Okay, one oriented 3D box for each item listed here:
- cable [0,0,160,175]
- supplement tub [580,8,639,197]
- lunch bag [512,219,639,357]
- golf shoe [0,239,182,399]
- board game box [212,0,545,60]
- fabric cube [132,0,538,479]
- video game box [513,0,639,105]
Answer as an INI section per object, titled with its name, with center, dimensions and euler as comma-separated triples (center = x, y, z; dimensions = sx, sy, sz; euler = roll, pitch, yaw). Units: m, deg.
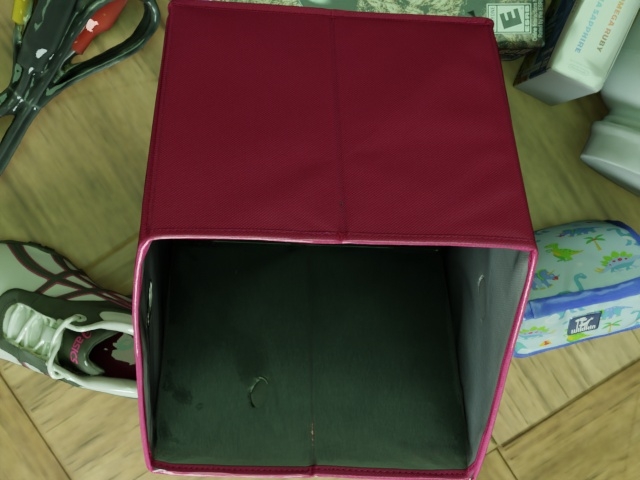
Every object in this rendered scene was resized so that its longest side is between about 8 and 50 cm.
[cable]
center = -0.240, -0.148, 1.153
dimensions = 0.139, 0.072, 0.287
euler = 24, 105, -19
[supplement tub]
center = 0.364, -0.164, 1.063
dimensions = 0.228, 0.228, 0.316
euler = 27, 93, -3
[lunch bag]
center = 0.206, 0.038, 1.110
dimensions = 0.129, 0.151, 0.096
euler = -14, 93, -1
[golf shoe]
center = -0.221, 0.067, 1.121
dimensions = 0.273, 0.120, 0.105
euler = 14, 95, -1
[board game box]
center = 0.029, -0.266, 1.093
dimensions = 0.291, 0.141, 0.232
euler = -1, 93, -1
[fabric cube]
center = 0.000, 0.000, 0.996
dimensions = 0.259, 0.258, 0.254
euler = 2, 135, -4
[video game box]
center = 0.225, -0.205, 1.069
dimensions = 0.048, 0.205, 0.187
euler = 27, 92, -1
